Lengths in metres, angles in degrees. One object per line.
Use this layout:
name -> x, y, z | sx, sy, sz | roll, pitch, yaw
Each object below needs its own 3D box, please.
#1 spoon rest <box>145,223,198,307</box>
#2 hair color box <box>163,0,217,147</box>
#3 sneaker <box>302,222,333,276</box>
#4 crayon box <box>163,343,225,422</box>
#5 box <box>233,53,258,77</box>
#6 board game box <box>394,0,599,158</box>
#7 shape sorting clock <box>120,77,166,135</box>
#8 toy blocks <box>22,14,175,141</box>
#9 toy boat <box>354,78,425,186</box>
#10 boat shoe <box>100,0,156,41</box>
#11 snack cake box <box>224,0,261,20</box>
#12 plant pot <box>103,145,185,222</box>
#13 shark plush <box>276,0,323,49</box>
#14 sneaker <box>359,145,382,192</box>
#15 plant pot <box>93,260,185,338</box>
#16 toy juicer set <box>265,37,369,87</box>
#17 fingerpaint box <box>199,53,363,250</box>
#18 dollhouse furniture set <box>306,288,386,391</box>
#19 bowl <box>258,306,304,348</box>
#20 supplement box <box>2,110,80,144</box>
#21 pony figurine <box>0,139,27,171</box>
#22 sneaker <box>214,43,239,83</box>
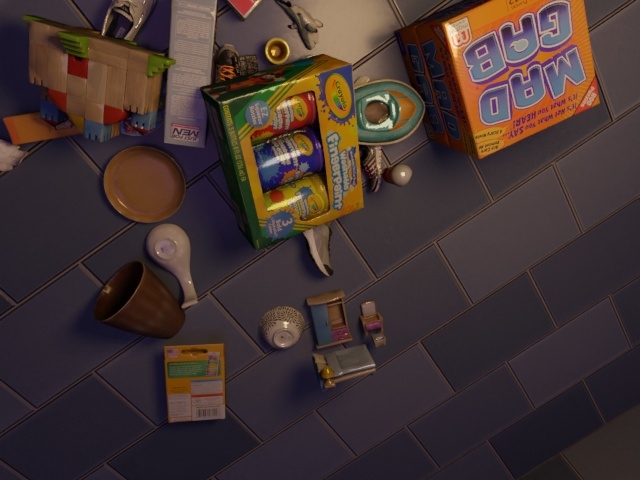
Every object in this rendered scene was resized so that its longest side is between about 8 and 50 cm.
spoon rest -> -0.471, 0.078, 1.519 | 0.137, 0.084, 0.276 | -19, 100, -4
hair color box -> -0.349, -0.458, 1.265 | 0.113, 0.185, 0.375 | 6, 110, -13
sneaker -> 0.000, 0.000, 1.556 | 0.108, 0.100, 0.272 | -22, 113, -7
crayon box -> -0.443, 0.489, 1.669 | 0.203, 0.083, 0.323 | 0, 111, -10
box -> -0.211, -0.495, 1.337 | 0.018, 0.083, 0.067 | 8, 117, 31
board game box -> 0.477, -0.494, 1.313 | 0.356, 0.356, 0.357 | -25, 113, -1
shape sorting clock -> -0.529, -0.399, 1.317 | 0.206, 0.040, 0.206 | -10, 116, -21
toy blocks -> -0.565, -0.376, 1.177 | 0.381, 0.191, 0.261 | 16, 114, -2
toy boat -> 0.205, -0.320, 1.397 | 0.267, 0.148, 0.318 | -15, 100, -8
boat shoe -> -0.507, -0.601, 1.235 | 0.095, 0.084, 0.258 | 23, 105, -18
snack cake box -> -0.247, -0.740, 1.229 | 0.152, 0.089, 0.264 | -45, 112, 6
plant pot -> -0.532, -0.171, 1.426 | 0.236, 0.032, 0.236 | -3, 110, -9
shark plush -> -0.066, -0.622, 1.329 | 0.161, 0.073, 0.067 | 33, 132, -25
sneaker -> 0.156, -0.240, 1.511 | 0.074, 0.063, 0.170 | -5, 107, -9
plant pot -> -0.552, 0.216, 1.493 | 0.215, 0.215, 0.230 | -40, 126, 6
toy juicer set -> -0.029, -0.440, 1.384 | 0.329, 0.089, 0.209 | 17, 107, -17
fingerpaint box -> -0.084, -0.242, 1.310 | 0.371, 0.163, 0.445 | -22, 128, -20
dollhouse furniture set -> 0.101, 0.324, 1.587 | 0.286, 0.303, 0.198 | -13, 113, -5
bowl -> -0.134, 0.329, 1.666 | 0.170, 0.080, 0.170 | -3, 112, -9
supplement box -> -0.737, -0.328, 1.303 | 0.233, 0.080, 0.078 | -10, 113, -5
pony figurine -> -1.020, -0.175, 1.223 | 0.351, 0.303, 0.363 | 26, 121, -6
sneaker -> -0.265, -0.448, 1.341 | 0.084, 0.083, 0.215 | 2, 109, -9
